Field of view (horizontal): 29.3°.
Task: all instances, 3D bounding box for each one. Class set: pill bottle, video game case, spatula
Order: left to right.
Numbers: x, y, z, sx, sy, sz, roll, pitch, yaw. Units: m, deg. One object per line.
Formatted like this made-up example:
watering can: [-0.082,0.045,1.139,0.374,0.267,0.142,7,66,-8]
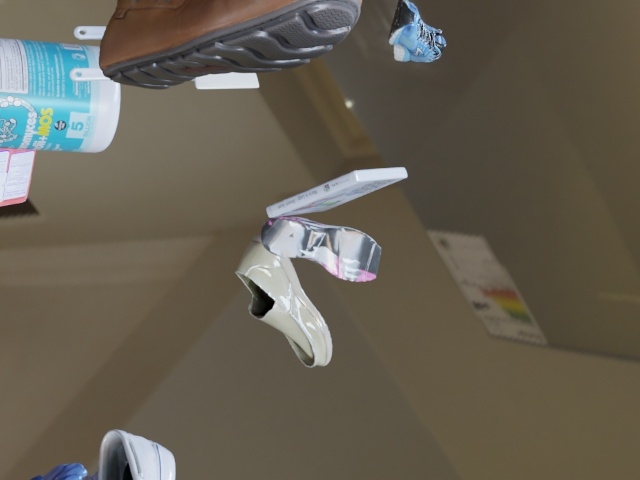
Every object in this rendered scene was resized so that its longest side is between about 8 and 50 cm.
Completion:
pill bottle: [-0.409,-0.193,1.618,0.264,0.146,0.146,1,-169,-26]
spatula: [-0.206,-0.268,1.566,0.242,0.168,0.019,-3,163,-20]
video game case: [0.024,-0.065,1.654,0.143,0.019,0.157,-21,174,29]

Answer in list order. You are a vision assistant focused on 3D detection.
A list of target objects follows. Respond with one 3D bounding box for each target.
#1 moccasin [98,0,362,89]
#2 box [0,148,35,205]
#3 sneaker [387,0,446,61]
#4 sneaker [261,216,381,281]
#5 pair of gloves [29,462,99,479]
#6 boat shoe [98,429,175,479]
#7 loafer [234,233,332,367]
moccasin: [-0.100,-0.248,1.281,0.139,0.146,0.380,6,177,-34]
box: [-0.563,-0.127,1.756,0.142,0.154,0.300,25,-158,27]
sneaker: [0.134,-0.279,1.640,0.073,0.063,0.162,14,177,11]
sneaker: [0.000,0.000,1.690,0.072,0.178,0.077,-67,-164,7]
pair of gloves: [-0.348,0.338,1.589,0.159,0.023,0.198,-36,-162,-37]
boat shoe: [-0.210,0.318,1.306,0.095,0.084,0.258,-38,-143,21]
loafer: [-0.070,0.116,2.095,0.092,0.268,0.102,-37,-157,-22]
